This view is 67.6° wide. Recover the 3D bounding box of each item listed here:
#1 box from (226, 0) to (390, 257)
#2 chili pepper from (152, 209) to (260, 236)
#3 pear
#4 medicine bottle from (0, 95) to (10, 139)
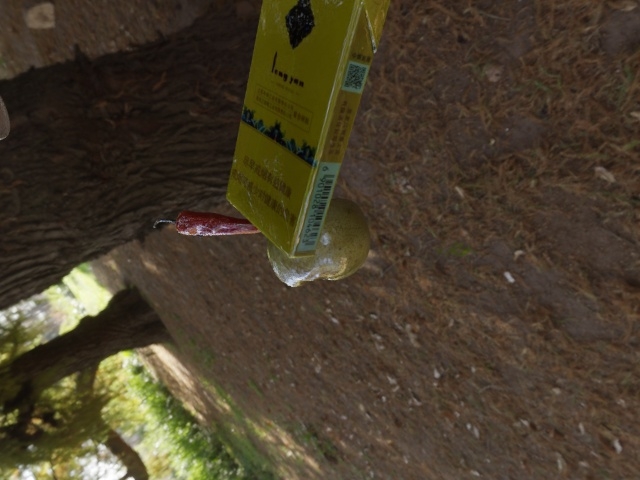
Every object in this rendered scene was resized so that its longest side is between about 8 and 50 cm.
[{"bbox_3d":[-0.027,-0.138,0.491,0.153,0.041,0.279,39,122,43],"label":"box"},{"bbox_3d":[-0.253,-0.036,1.105,0.050,0.267,0.059,110,165,-85],"label":"chili pepper"},{"bbox_3d":[0.000,0.000,0.764,0.167,0.167,0.137,-21,74,61],"label":"pear"},{"bbox_3d":[-0.505,-0.106,0.506,0.161,0.296,0.111,75,172,-49],"label":"medicine bottle"}]
